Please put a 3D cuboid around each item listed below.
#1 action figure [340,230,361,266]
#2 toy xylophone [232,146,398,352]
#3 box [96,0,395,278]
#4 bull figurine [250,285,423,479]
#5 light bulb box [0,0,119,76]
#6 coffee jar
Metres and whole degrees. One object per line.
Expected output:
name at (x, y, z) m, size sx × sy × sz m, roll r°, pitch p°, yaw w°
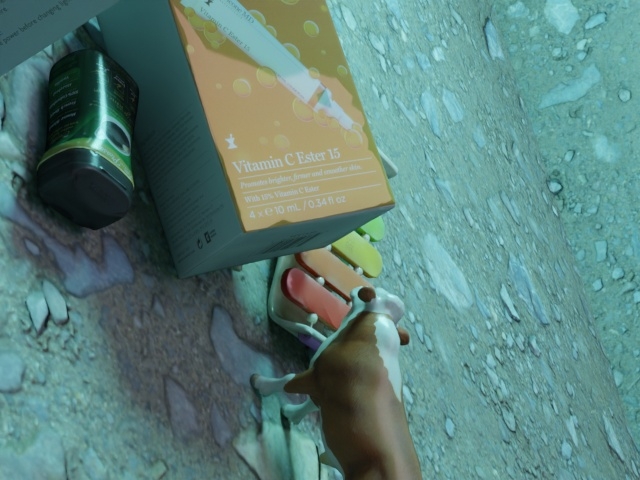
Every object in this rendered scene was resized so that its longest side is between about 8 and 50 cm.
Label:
action figure at (-0.024, -0.067, 1.551) m, size 0.232 × 0.064 × 0.137 m, roll 57°, pitch 28°, yaw -26°
toy xylophone at (0.000, 0.000, 1.445) m, size 0.236 × 0.081 × 0.322 m, roll 30°, pitch 61°, yaw -47°
box at (-0.090, -0.157, 1.278) m, size 0.215 × 0.168 × 0.345 m, roll -12°, pitch 79°, yaw -36°
bull figurine at (0.031, 0.200, 1.267) m, size 0.101 × 0.188 × 0.310 m, roll 30°, pitch 42°, yaw -52°
light bulb box at (-0.330, -0.422, 1.081) m, size 0.361 × 0.225 × 0.357 m, roll 48°, pitch 30°, yaw -31°
coffee jar at (-0.239, -0.104, 1.144) m, size 0.096 × 0.079 × 0.184 m, roll 44°, pitch 31°, yaw -43°
